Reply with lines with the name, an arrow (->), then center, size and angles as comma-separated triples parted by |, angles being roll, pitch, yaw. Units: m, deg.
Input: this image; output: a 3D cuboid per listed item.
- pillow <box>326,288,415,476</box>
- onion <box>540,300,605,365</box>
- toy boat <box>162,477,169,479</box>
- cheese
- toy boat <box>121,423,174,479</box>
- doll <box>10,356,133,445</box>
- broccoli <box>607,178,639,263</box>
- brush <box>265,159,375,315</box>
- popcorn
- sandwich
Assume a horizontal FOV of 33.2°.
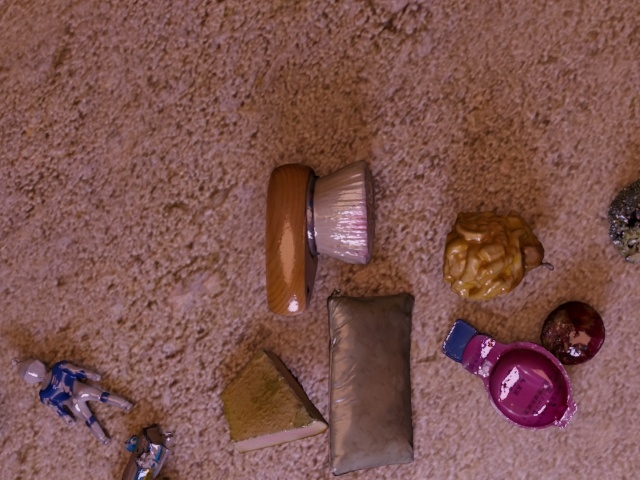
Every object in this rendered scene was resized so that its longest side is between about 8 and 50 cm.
pillow -> 0.087, 0.230, 1.783 | 0.075, 0.185, 0.302 | -1, 89, 54
onion -> 0.414, 0.153, 1.754 | 0.107, 0.097, 0.107 | -17, 62, 35
toy boat -> -0.294, 0.641, 1.860 | 0.162, 0.136, 0.445 | 9, 87, 12
cheese -> 0.313, 0.222, 1.777 | 0.244, 0.062, 0.155 | 33, 117, 20
toy boat -> -0.323, 0.421, 1.890 | 0.066, 0.084, 0.210 | 14, 107, -31
doll -> -0.450, 0.264, 1.918 | 0.227, 0.057, 0.114 | 32, 101, -1
broccoli -> 0.562, -0.027, 1.733 | 0.204, 0.118, 0.122 | 13, 61, -6
brush -> 0.000, 0.000, 1.765 | 0.166, 0.174, 0.266 | 2, 69, 9
popcorn -> 0.265, 0.016, 1.736 | 0.163, 0.194, 0.140 | 4, 113, 43
sandwich -> -0.093, 0.300, 1.810 | 0.162, 0.058, 0.193 | -49, 48, 7
